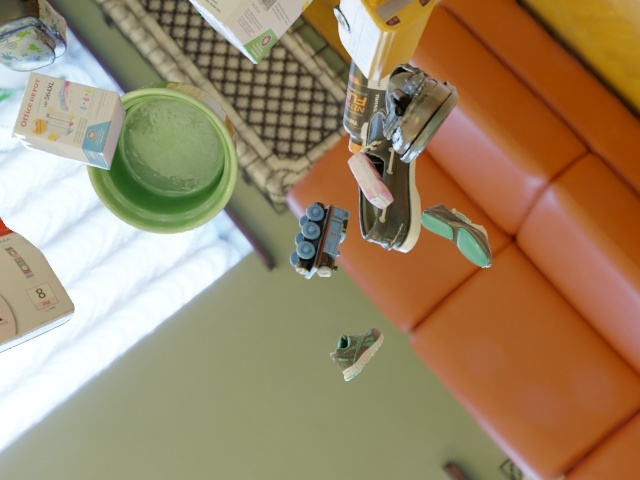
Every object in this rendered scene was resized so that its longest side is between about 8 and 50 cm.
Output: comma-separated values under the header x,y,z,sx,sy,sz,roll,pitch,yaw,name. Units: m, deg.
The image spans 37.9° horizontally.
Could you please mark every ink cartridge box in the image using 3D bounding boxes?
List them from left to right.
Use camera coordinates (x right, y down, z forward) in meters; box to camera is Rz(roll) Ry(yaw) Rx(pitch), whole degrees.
x,y,z,sx,sy,sz,roll,pitch,yaw,name
-0.440,0.035,1.134,0.232,0.189,0.066,57,140,8,ink cartridge box
-0.359,-0.169,1.306,0.143,0.092,0.090,13,169,-3,ink cartridge box
-0.085,-0.472,1.617,0.117,0.278,0.201,42,-178,14,ink cartridge box

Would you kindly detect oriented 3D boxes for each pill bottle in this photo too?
x,y,z,sx,sy,sz,roll,pitch,yaw,name
0.123,-0.317,2.136,0.130,0.130,0.246,39,130,47,pill bottle

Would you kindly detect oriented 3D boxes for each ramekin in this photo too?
x,y,z,sx,sy,sz,roll,pitch,yaw,name
-0.312,-0.178,1.902,0.303,0.303,0.148,55,-166,-18,ramekin

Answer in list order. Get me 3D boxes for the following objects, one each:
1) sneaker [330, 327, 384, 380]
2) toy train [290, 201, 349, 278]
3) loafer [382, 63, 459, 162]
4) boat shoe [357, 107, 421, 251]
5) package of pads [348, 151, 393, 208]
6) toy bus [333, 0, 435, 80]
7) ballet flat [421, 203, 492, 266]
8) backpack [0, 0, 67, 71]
x,y,z,sx,sy,sz,roll,pitch,yaw,name
0.076,0.220,1.953,0.076,0.166,0.065,47,124,-1,sneaker
0.000,0.000,2.073,0.105,0.184,0.080,19,150,-10,toy train
0.101,-0.155,1.065,0.084,0.096,0.267,37,-164,-1,loafer
0.109,-0.122,1.636,0.114,0.091,0.303,-53,34,43,boat shoe
0.077,-0.092,1.427,0.083,0.032,0.050,63,-167,27,package of pads
0.103,-0.378,1.522,0.130,0.108,0.333,57,174,5,toy bus
0.295,-0.018,1.908,0.203,0.074,0.074,38,162,40,ballet flat
-0.417,-0.288,1.317,0.114,0.105,0.084,36,-137,-69,backpack
